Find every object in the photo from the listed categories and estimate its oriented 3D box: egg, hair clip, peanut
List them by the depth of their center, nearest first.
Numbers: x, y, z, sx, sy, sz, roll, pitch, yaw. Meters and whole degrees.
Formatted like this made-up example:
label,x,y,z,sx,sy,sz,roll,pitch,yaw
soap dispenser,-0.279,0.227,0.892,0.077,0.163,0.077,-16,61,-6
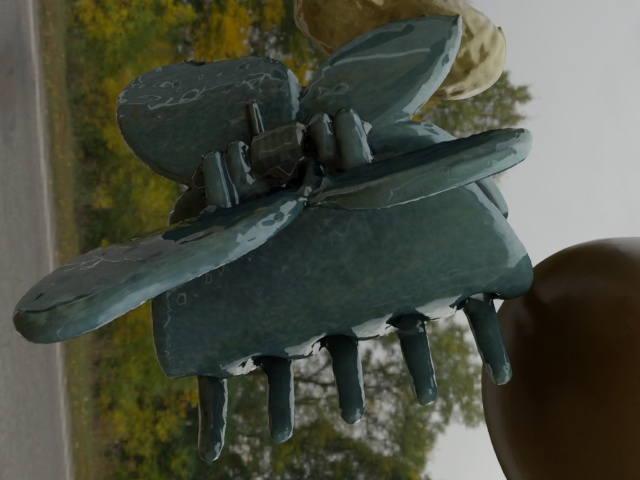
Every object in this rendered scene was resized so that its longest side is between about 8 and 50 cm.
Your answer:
label,x,y,z,sx,sy,sz,roll,pitch,yaw
hair clip,0.000,0.000,0.609,0.392,0.318,0.238,-97,169,-59
egg,0.297,0.161,0.669,0.351,0.283,0.282,58,-19,15
peanut,0.100,-0.280,1.046,0.147,0.306,0.147,17,90,-70
